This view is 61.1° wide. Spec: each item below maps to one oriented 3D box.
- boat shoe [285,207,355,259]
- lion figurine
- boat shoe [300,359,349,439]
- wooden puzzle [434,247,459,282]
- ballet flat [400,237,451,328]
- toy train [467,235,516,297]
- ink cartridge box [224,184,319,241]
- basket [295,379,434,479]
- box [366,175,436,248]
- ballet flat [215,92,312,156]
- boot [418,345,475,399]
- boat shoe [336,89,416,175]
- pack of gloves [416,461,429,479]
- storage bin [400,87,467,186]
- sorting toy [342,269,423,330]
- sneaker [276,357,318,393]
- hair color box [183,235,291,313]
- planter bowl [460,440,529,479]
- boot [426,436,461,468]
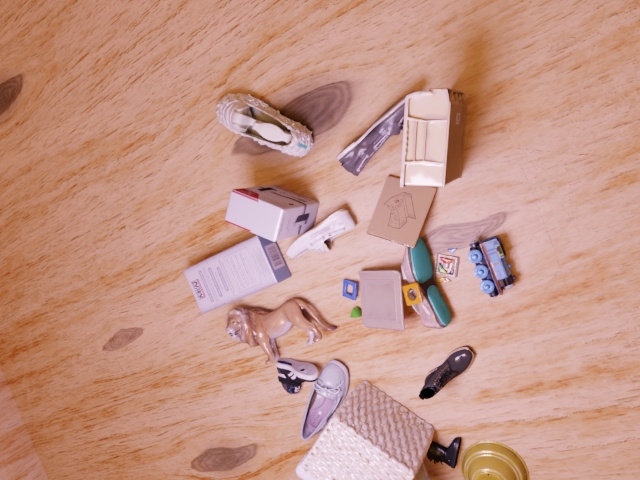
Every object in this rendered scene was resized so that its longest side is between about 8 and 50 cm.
[{"bbox_3d":[0.000,0.000,1.844,0.277,0.098,0.096,-36,83,26],"label":"boat shoe"},{"bbox_3d":[-0.153,0.301,1.979,0.392,0.142,0.240,-26,81,14],"label":"lion figurine"},{"bbox_3d":[0.010,0.579,1.959,0.118,0.103,0.320,30,112,17],"label":"boat shoe"},{"bbox_3d":[0.399,0.081,1.716,0.079,0.014,0.116,3,102,25],"label":"wooden puzzle"},{"bbox_3d":[0.311,0.138,1.725,0.106,0.108,0.316,-18,92,49],"label":"ballet flat"},{"bbox_3d":[0.513,0.078,1.626,0.105,0.080,0.184,-22,91,22],"label":"toy train"},{"bbox_3d":[-0.153,-0.097,1.801,0.197,0.273,0.114,22,106,20],"label":"ink cartridge box"},{"bbox_3d":[0.156,0.695,1.788,0.328,0.331,0.266,32,111,17],"label":"basket"},{"bbox_3d":[0.251,-0.090,1.696,0.164,0.021,0.201,19,81,22],"label":"box"},{"bbox_3d":[-0.213,-0.403,1.843,0.409,0.147,0.147,25,111,20],"label":"ballet flat"},{"bbox_3d":[0.401,0.428,1.719,0.077,0.137,0.198,44,115,11],"label":"boot"},{"bbox_3d":[0.192,-0.327,1.685,0.095,0.112,0.335,46,123,-9],"label":"boat shoe"},{"bbox_3d":[0.351,0.878,1.811,0.046,0.232,0.195,11,110,-7],"label":"pack of gloves"},{"bbox_3d":[0.325,-0.290,1.533,0.123,0.262,0.260,7,104,24],"label":"storage bin"},{"bbox_3d":[0.208,0.192,1.775,0.348,0.047,0.196,-5,93,49],"label":"sorting toy"},{"bbox_3d":[-0.075,0.510,1.983,0.217,0.079,0.121,6,109,51],"label":"sneaker"},{"bbox_3d":[-0.313,0.122,2.013,0.374,0.114,0.185,-24,90,27],"label":"hair color box"},{"bbox_3d":[0.552,0.768,1.746,0.217,0.090,0.217,6,104,24],"label":"planter bowl"},{"bbox_3d":[0.415,0.701,1.826,0.099,0.045,0.121,16,106,28],"label":"boot"}]
